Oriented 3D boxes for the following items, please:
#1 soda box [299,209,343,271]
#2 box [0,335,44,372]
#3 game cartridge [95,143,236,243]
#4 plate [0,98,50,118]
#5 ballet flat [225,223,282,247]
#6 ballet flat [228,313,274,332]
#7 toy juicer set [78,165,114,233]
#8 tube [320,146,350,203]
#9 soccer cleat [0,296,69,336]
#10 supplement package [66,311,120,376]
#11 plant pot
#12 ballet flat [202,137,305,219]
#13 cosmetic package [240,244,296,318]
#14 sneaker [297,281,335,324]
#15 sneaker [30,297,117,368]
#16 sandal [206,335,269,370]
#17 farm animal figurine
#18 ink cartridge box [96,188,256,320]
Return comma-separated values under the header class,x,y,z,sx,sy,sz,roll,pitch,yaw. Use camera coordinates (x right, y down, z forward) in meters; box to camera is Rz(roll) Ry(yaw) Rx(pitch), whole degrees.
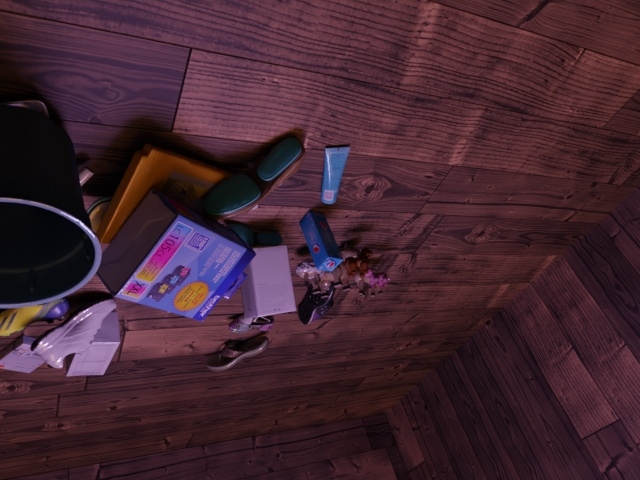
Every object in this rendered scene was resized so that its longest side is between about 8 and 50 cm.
class,x,y,z,sx,sy,sz,roll,pitch,yaw
soda box,0.000,0.000,1.737,0.067,0.210,0.071,12,133,-38
box,-1.091,0.425,1.904,0.186,0.038,0.145,-35,143,18
game cartridge,-0.408,-0.095,1.407,0.324,0.053,0.285,12,112,-55
plate,-0.760,-0.215,1.202,0.278,0.045,0.278,-9,144,-16
ballet flat,-0.237,-0.001,1.742,0.231,0.077,0.077,10,152,-39
ballet flat,-0.289,0.346,2.190,0.222,0.077,0.079,10,117,-43
toy juicer set,-0.547,-0.093,1.368,0.329,0.089,0.209,15,113,-43
tube,0.039,-0.208,1.623,0.080,0.052,0.207,-11,139,-21
soccer cleat,-0.975,0.231,1.679,0.290,0.093,0.121,-16,120,-1
supplement package,-0.842,0.381,1.887,0.139,0.133,0.244,8,136,-35
plant pot,-0.658,-0.089,1.092,0.342,0.334,0.341,-13,145,-10
ballet flat,-0.180,-0.160,1.479,0.342,0.116,0.124,-42,162,-9
cosmetic package,-0.190,0.145,1.760,0.138,0.224,0.224,-7,173,-21
sneaker,0.009,0.247,2.199,0.124,0.107,0.283,-12,151,-38
sneaker,-0.807,0.304,1.723,0.111,0.129,0.297,-13,-157,50
sandal,-0.380,0.490,2.317,0.303,0.120,0.086,-25,117,3
farm animal figurine,0.092,0.110,1.992,0.327,0.172,0.330,-12,154,9
ink cartridge box,-0.369,0.061,1.430,0.270,0.151,0.395,-51,148,4
